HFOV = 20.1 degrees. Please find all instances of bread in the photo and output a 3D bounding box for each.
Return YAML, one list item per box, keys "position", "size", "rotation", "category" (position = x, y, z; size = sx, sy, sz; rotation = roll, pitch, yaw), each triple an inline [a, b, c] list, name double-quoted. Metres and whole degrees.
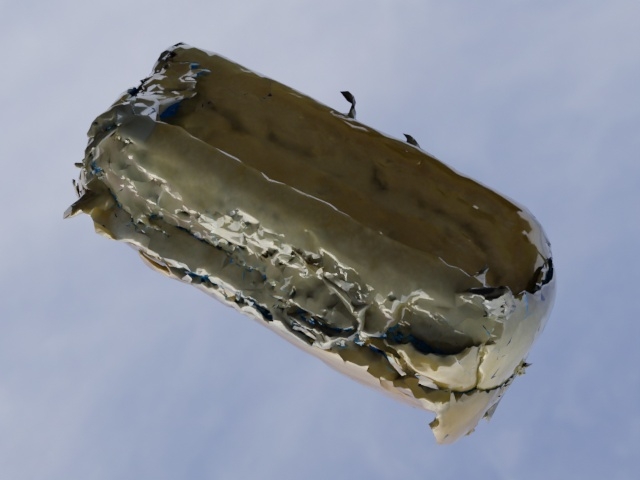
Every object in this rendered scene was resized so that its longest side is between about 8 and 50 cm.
- position: [0.000, 0.000, 0.399]
  size: [0.053, 0.106, 0.072]
  rotation: [-61, 180, 25]
  category: "bread"
